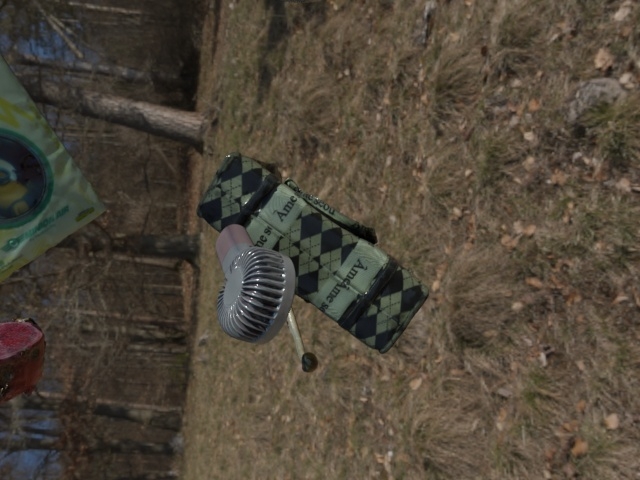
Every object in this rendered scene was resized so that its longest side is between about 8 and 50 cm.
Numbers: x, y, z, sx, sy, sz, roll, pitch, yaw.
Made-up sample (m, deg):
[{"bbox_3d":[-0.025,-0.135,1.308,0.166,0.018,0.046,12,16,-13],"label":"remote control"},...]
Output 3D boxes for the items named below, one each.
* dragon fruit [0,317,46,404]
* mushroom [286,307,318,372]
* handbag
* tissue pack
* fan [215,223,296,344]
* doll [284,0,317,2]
[{"bbox_3d":[-0.695,0.273,1.079,0.282,0.210,0.147,-56,-29,-70],"label":"dragon fruit"},{"bbox_3d":[-0.059,0.211,1.231,0.306,0.043,0.068,-122,43,-59],"label":"mushroom"},{"bbox_3d":[0.000,0.000,1.009,0.180,0.416,0.317,-53,0,11],"label":"handbag"},{"bbox_3d":[-0.672,-0.148,1.059,0.287,0.162,0.388,-46,-61,-36],"label":"tissue pack"},{"bbox_3d":[-0.107,0.048,0.759,0.130,0.074,0.244,-60,31,16],"label":"fan"},{"bbox_3d":[0.025,-0.268,0.254,0.287,0.150,0.151,-63,1,-3],"label":"doll"}]
